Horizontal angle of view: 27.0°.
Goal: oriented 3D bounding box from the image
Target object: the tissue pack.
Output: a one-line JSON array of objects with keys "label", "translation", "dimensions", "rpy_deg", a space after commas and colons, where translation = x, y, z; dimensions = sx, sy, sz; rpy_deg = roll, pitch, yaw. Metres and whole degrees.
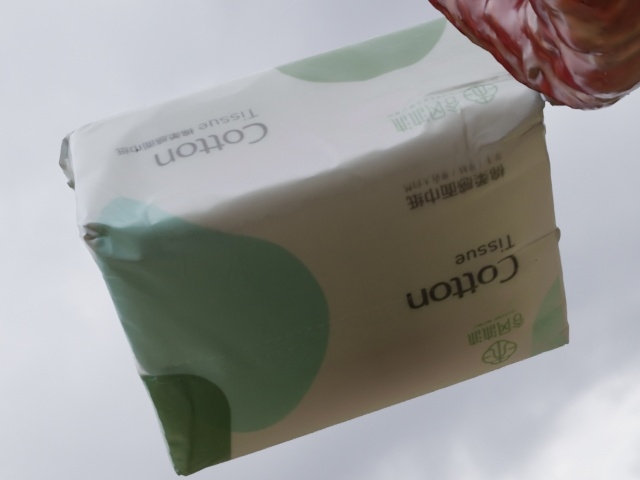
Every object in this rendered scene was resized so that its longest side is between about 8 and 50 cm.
[{"label": "tissue pack", "translation": [0.001, 0.001, 1.067], "dimensions": [0.356, 0.194, 0.266], "rpy_deg": [-18, -52, -5]}]

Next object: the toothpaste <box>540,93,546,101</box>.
[{"label": "toothpaste", "translation": [0.164, -0.168, 1.005], "dimensions": [0.067, 0.194, 0.043], "rpy_deg": [-5, -44, -16]}]

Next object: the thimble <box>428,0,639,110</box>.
[{"label": "thimble", "translation": [0.107, -0.252, 0.659], "dimensions": [0.230, 0.350, 0.350], "rpy_deg": [-39, -27, 0]}]
